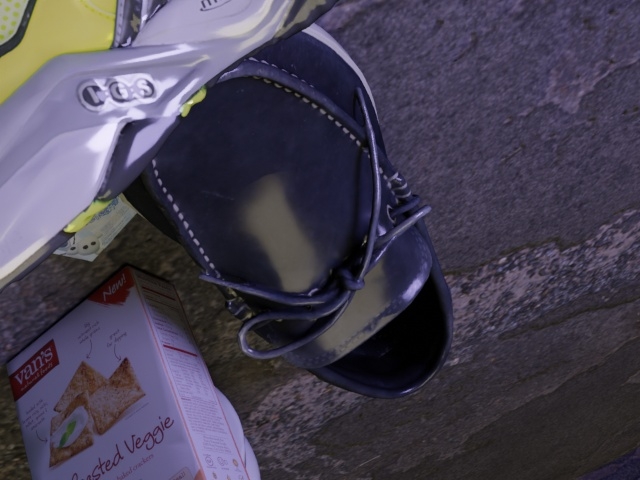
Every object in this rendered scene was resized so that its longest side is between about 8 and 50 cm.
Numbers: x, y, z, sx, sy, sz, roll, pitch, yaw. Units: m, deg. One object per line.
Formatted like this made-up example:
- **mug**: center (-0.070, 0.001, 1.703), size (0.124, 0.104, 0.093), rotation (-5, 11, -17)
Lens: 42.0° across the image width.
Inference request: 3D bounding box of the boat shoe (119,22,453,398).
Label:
- **boat shoe**: center (0.000, 0.000, 0.639), size (0.187, 0.156, 0.500), rotation (-35, 148, 1)

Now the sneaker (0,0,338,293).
- **sneaker**: center (-0.076, -0.138, 0.351), size (0.385, 0.145, 0.147), rotation (-48, 113, -21)

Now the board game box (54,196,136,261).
- **board game box**: center (-0.179, -0.026, 0.604), size (0.090, 0.020, 0.090), rotation (-43, 147, 22)

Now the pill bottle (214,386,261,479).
- **pill bottle**: center (-0.165, 0.297, 0.899), size (0.204, 0.204, 0.361), rotation (-17, 147, -17)

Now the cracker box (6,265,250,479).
- **cracker box**: center (-0.160, 0.159, 0.678), size (0.155, 0.232, 0.067), rotation (-38, 146, 15)
